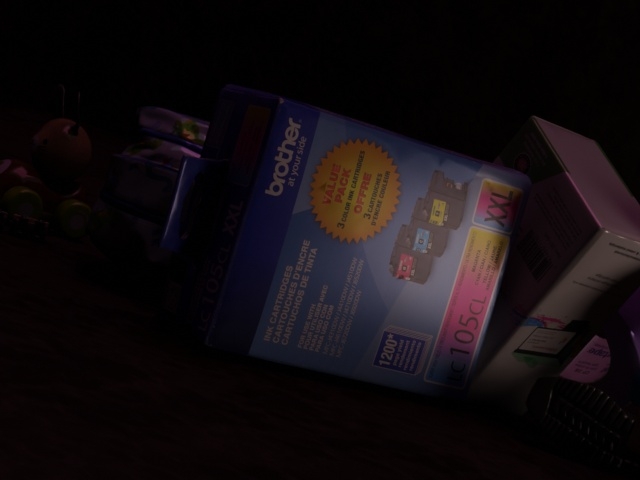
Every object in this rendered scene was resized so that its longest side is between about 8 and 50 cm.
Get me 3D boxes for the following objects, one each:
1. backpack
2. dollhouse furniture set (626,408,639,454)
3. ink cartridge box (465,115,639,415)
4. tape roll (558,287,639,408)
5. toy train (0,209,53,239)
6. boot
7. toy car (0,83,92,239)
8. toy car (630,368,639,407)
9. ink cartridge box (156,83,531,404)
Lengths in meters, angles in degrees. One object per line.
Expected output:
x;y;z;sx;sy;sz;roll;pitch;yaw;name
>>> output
-0.135;-0.035;1.977;0.290;0.273;0.355;27;20;20;backpack
0.307;0.208;1.179;0.182;0.161;0.101;13;7;-36;dollhouse furniture set
0.234;0.033;1.852;0.117;0.278;0.201;17;33;-35;ink cartridge box
0.317;0.082;2.044;0.275;0.090;0.274;36;-31;26;tape roll
-0.410;-0.028;2.007;0.158;0.027;0.036;15;-5;-20;toy train
0.307;0.207;1.761;0.198;0.077;0.137;31;0;-1;boot
-0.366;-0.115;2.162;0.149;0.188;0.155;15;6;-33;toy car
0.487;0.101;1.800;0.238;0.219;0.210;8;4;0;toy car
0.000;0.000;1.731;0.396;0.270;0.151;15;3;-28;ink cartridge box
